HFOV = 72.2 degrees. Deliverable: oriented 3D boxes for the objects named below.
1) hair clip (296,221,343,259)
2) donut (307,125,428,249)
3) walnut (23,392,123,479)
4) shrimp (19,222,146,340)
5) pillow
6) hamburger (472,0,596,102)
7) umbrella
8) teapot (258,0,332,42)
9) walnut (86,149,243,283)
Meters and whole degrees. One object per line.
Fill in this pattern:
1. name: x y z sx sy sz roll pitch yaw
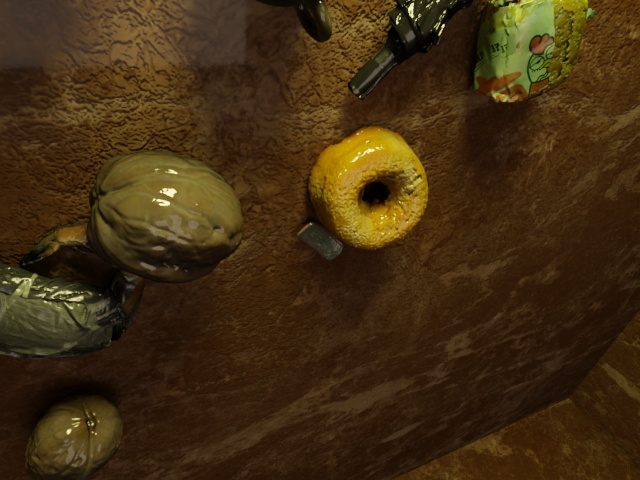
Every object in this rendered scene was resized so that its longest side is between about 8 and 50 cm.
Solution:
1. hair clip: -0.001 -0.001 0.954 0.054 0.022 0.137 -43 136 10
2. donut: 0.099 -0.097 0.876 0.253 0.118 0.253 -8 118 -15
3. walnut: -0.513 0.423 0.916 0.178 0.178 0.230 19 121 -40
4. shrimp: -0.407 0.076 0.766 0.198 0.051 0.262 7 121 -27
5. pillow: -0.483 0.098 0.674 0.335 0.092 0.161 22 114 -26
6. hamburger: 0.402 -0.369 0.801 0.235 0.125 0.214 -8 142 -7
7. umbrella: 0.172 -0.364 0.702 0.340 0.118 0.118 -44 136 18
8. teapot: -0.038 -0.362 0.514 0.185 0.175 0.268 -29 136 -3
9. walnut: -0.230 -0.034 0.668 0.224 0.224 0.224 -17 133 -18
